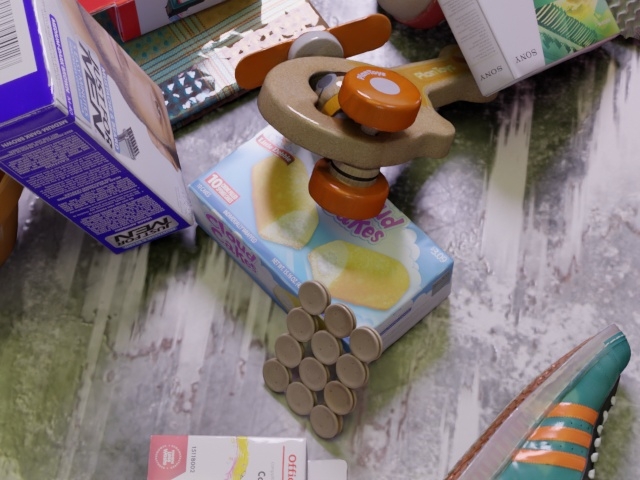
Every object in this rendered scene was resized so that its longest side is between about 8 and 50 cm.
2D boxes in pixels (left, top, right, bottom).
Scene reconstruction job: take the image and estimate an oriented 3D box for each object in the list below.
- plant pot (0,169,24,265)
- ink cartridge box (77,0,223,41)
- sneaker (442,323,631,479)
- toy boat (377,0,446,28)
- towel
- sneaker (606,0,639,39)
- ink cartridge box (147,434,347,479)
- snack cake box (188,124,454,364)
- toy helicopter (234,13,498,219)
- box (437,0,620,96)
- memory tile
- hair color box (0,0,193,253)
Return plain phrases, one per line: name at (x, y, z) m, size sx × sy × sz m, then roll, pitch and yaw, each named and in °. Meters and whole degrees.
plant pot at (-0.405, -0.049, 1.537) m, size 0.205 × 0.188 × 0.205 m, roll -1°, pitch 62°, yaw 1°
ink cartridge box at (-0.202, -0.329, 1.703) m, size 0.231 × 0.078 × 0.134 m, roll -24°, pitch 66°, yaw -11°
sneaker at (0.231, 0.214, 1.443) m, size 0.121 × 0.108 × 0.302 m, roll 45°, pitch 66°, yaw 3°
toy boat at (0.158, -0.354, 1.736) m, size 0.151 × 0.151 × 0.231 m, roll 24°, pitch 61°, yaw -19°
towel at (-0.185, -0.314, 1.762) m, size 0.271 × 0.040 × 0.370 m, roll -29°, pitch 67°, yaw -13°
sneaker at (0.343, -0.380, 1.752) m, size 0.146 × 0.102 × 0.293 m, roll -27°, pitch 74°, yaw -37°
ink cartridge box at (-0.072, 0.258, 1.434) m, size 0.198 × 0.067 × 0.115 m, roll 0°, pitch 61°, yaw 1°
snack cake box at (0.000, 0.000, 1.560) m, size 0.152 × 0.089 × 0.264 m, roll -40°, pitch 68°, yaw -17°
toy helicopter at (0.069, -0.168, 1.585) m, size 0.235 × 0.140 × 0.355 m, roll 37°, pitch 36°, yaw 28°
box at (0.198, -0.342, 1.629) m, size 0.232 × 0.058 × 0.322 m, roll -27°, pitch 93°, yaw -44°
memory tile at (0.001, 0.122, 1.473) m, size 0.113 × 0.148 × 0.012 m, roll 41°, pitch 35°, yaw 23°
hair color box at (-0.254, -0.132, 1.481) m, size 0.110 × 0.339 × 0.185 m, roll -19°, pitch 67°, yaw 9°
